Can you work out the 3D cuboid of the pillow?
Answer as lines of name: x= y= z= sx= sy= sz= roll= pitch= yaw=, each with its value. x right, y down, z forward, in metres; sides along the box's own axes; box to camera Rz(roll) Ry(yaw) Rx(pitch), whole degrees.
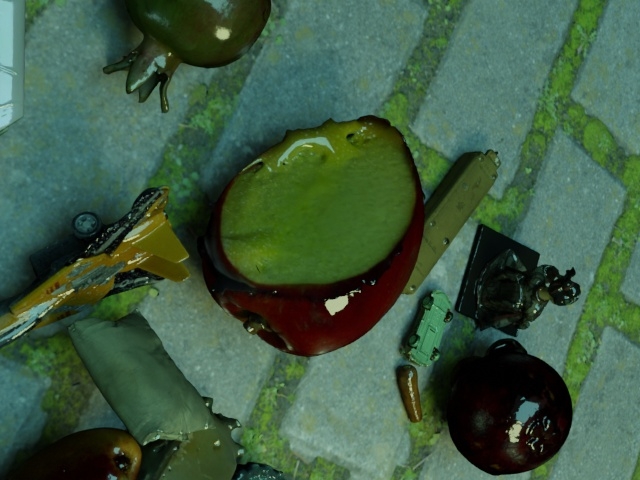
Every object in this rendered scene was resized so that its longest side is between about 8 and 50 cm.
pillow: x=-0.212 y=0.166 z=1.171 sx=0.078 sy=0.181 sz=0.134 roll=-42 pitch=164 yaw=8

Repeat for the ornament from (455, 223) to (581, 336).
ornament: x=0.345 y=0.079 z=1.581 sx=0.153 sy=0.196 sz=0.166 roll=23 pitch=80 yaw=-34

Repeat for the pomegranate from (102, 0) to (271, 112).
pomegranate: x=-0.167 y=-0.267 z=1.219 sx=0.181 sy=0.181 sz=0.224 roll=32 pitch=90 yaw=-32

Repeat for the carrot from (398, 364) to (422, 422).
carrot: x=0.139 y=0.235 z=1.540 sx=0.032 sy=0.032 sz=0.093 roll=-23 pitch=111 yaw=-33

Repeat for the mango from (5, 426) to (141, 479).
mango: x=-0.312 y=0.304 z=1.135 sx=0.267 sy=0.133 sz=0.111 roll=-36 pitch=129 yaw=3

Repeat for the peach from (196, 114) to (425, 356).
peach: x=0.000 y=0.000 z=1.328 sx=0.361 sy=0.258 sz=0.201 roll=-58 pitch=165 yaw=-32

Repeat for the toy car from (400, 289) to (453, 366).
toy car: x=0.167 y=0.134 z=1.553 sx=0.059 sy=0.035 sz=0.122 roll=36 pitch=63 yaw=-31

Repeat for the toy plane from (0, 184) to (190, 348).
toy plane: x=-0.311 y=0.051 z=1.165 sx=0.316 sy=0.204 sz=0.103 roll=-23 pitch=65 yaw=-17

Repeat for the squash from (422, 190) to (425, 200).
squash: x=0.071 y=-0.051 z=1.455 sx=0.132 sy=0.105 sz=0.105 roll=-45 pitch=117 yaw=-5

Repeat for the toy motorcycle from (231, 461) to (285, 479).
toy motorcycle: x=-0.026 y=0.489 z=1.355 sx=0.410 sy=0.169 sz=0.237 roll=46 pitch=60 yaw=-22

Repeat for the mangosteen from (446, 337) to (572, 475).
mangosteen: x=0.285 y=0.261 z=1.545 sx=0.210 sy=0.210 sz=0.210 roll=-2 pitch=93 yaw=-36

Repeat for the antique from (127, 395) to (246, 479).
antique: x=-0.210 y=0.322 z=1.241 sx=0.125 sy=0.150 sz=0.284 roll=52 pitch=56 yaw=-30

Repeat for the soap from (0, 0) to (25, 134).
soap: x=-0.423 y=-0.226 z=1.049 sx=0.208 sy=0.115 sz=0.347 roll=0 pitch=94 yaw=-29

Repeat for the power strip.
power strip: x=0.190 y=-0.035 z=1.558 sx=0.064 sy=0.044 sz=0.305 roll=49 pitch=67 yaw=-26
